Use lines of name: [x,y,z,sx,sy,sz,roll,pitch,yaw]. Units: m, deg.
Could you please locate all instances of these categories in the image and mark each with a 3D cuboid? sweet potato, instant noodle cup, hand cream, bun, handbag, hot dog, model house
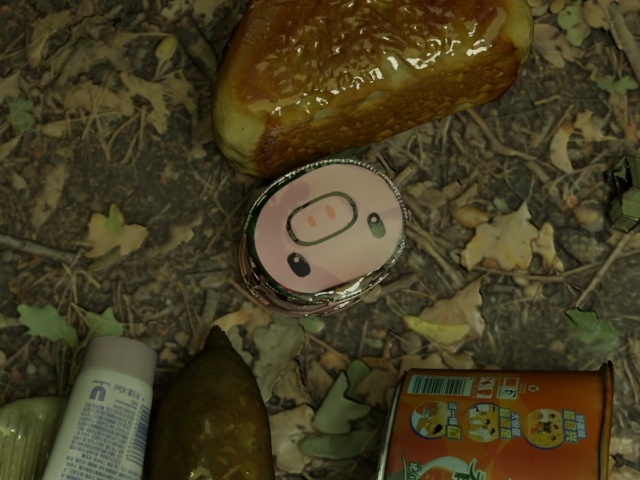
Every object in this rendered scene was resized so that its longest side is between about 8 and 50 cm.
sweet potato: [-0.120,0.265,1.130,0.157,0.158,0.370,-4,73,2]
instant noodle cup: [0.178,0.254,1.058,0.214,0.296,0.296,6,73,14]
hand cream: [-0.234,0.230,1.100,0.133,0.083,0.248,31,54,-32]
bun: [-0.317,0.282,1.154,0.237,0.116,0.210,-6,64,-22]
handbag: [0.000,-0.001,1.220,0.205,0.116,0.179,-26,74,-5]
hot dog: [0.042,-0.244,1.255,0.405,0.185,0.223,-20,74,-2]
model house: [0.386,-0.055,1.249,0.058,0.057,0.083,14,52,-19]
